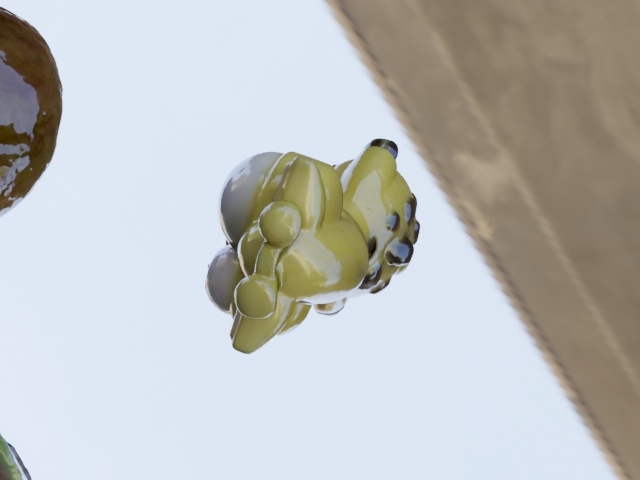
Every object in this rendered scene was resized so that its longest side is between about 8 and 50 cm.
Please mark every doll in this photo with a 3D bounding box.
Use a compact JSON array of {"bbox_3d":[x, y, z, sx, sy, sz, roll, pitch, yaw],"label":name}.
[{"bbox_3d":[-0.001,0.000,0.987,0.086,0.291,0.117,16,-81,12],"label":"doll"}]

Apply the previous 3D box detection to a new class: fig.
[{"bbox_3d":[-0.271,-0.052,0.976,0.170,0.274,0.145,-24,-96,41],"label":"fig"}]

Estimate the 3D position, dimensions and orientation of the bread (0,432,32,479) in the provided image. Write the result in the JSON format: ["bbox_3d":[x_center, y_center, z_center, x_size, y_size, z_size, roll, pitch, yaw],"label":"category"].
[{"bbox_3d":[-0.265,0.165,1.378,0.301,0.045,0.301,56,-13,21],"label":"bread"}]
